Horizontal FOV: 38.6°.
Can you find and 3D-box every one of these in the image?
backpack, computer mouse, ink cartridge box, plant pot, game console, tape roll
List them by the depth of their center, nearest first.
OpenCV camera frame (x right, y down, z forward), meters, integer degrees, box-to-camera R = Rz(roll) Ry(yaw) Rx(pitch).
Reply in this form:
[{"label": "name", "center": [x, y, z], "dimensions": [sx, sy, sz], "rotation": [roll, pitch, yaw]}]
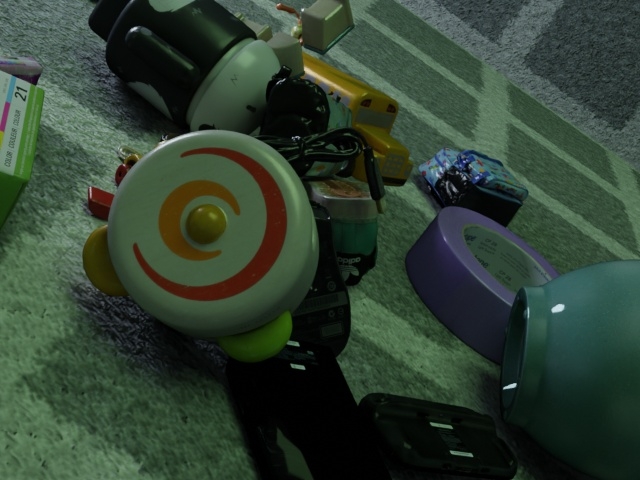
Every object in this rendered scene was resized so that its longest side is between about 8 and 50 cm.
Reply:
[{"label": "ink cartridge box", "center": [-0.402, -0.116, 0.843], "dimensions": [0.255, 0.097, 0.189], "rotation": [24, 27, -26]}, {"label": "game console", "center": [0.075, 0.209, 0.949], "dimensions": [0.361, 0.044, 0.213], "rotation": [16, 33, -36]}, {"label": "computer mouse", "center": [0.000, 0.000, 1.037], "dimensions": [0.184, 0.060, 0.262], "rotation": [-17, 95, -29]}, {"label": "plant pot", "center": [0.333, 0.155, 1.137], "dimensions": [0.196, 0.293, 0.293], "rotation": [9, 26, 3]}, {"label": "backpack", "center": [-0.022, -0.147, 1.260], "dimensions": [0.115, 0.152, 0.182], "rotation": [23, 7, 9]}, {"label": "tape roll", "center": [0.265, 0.070, 1.378], "dimensions": [0.275, 0.090, 0.275], "rotation": [30, 25, -16]}, {"label": "backpack", "center": [0.271, -0.107, 1.668], "dimensions": [0.158, 0.117, 0.173], "rotation": [16, 28, -38]}]

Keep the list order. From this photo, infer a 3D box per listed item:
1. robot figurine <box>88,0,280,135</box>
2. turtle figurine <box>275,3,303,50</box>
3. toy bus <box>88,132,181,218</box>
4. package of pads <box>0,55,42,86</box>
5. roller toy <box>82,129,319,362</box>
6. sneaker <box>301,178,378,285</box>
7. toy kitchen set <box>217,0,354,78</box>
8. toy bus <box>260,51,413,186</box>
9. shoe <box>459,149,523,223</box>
[{"label": "robot figurine", "center": [-0.188, -0.255, 1.281], "dimensions": [0.278, 0.173, 0.209], "rotation": [38, 52, 5]}, {"label": "turtle figurine", "center": [-0.018, -0.295, 1.637], "dimensions": [0.217, 0.087, 0.269], "rotation": [51, -5, 17]}, {"label": "toy bus", "center": [-0.159, -0.067, 1.057], "dimensions": [0.202, 0.104, 0.191], "rotation": [35, 24, -2]}, {"label": "package of pads", "center": [-0.370, -0.189, 1.066], "dimensions": [0.032, 0.050, 0.083], "rotation": [40, 25, 20]}, {"label": "roller toy", "center": [-0.102, -0.004, 0.877], "dimensions": [0.209, 0.191, 0.146], "rotation": [25, -10, 8]}, {"label": "sneaker", "center": [0.023, -0.017, 1.224], "dimensions": [0.108, 0.121, 0.302], "rotation": [4, 9, 0]}, {"label": "toy kitchen set", "center": [-0.077, -0.323, 1.418], "dimensions": [0.207, 0.122, 0.166], "rotation": [29, 61, 26]}, {"label": "toy bus", "center": [0.008, -0.202, 1.440], "dimensions": [0.108, 0.130, 0.333], "rotation": [5, 23, -48]}, {"label": "shoe", "center": [0.330, -0.109, 1.829], "dimensions": [0.076, 0.058, 0.219], "rotation": [-10, 38, -16]}]
